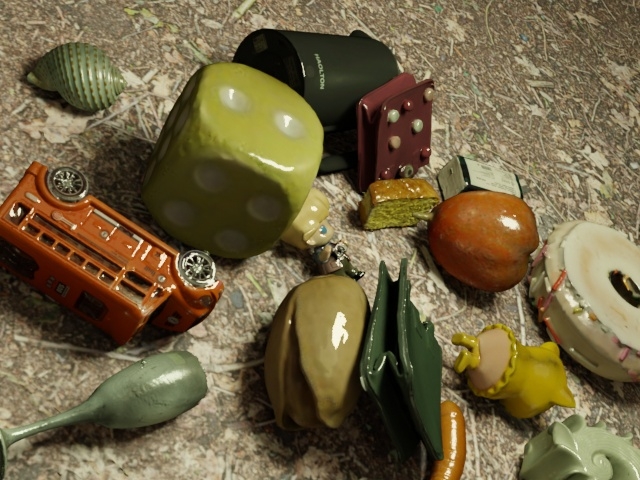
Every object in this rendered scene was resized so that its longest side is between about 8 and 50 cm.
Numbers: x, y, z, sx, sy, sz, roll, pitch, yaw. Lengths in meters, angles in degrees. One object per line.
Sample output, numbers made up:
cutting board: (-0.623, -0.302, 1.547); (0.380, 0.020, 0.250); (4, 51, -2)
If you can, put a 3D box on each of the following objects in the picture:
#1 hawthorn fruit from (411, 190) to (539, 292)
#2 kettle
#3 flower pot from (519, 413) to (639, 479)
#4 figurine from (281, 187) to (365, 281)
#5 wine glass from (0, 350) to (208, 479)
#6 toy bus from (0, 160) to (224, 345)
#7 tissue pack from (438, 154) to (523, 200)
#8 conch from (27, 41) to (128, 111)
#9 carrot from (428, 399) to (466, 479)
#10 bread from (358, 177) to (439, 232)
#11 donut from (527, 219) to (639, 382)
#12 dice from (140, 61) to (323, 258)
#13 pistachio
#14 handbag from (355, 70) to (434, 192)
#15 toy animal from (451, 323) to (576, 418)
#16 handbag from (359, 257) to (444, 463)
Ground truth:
hawthorn fruit: (0.295, -0.010, 1.795); (0.251, 0.199, 0.199); (18, 44, -2)
kettle: (0.016, -0.288, 1.806); (0.308, 0.203, 0.262); (-12, 61, -46)
flower pot: (0.462, 0.478, 1.507); (0.254, 0.164, 0.367); (24, 44, -11)
figurine: (0.000, 0.000, 1.620); (0.196, 0.108, 0.114); (51, 45, 2)
wine glass: (-0.265, 0.156, 1.163); (0.309, 0.264, 0.096); (-13, 48, -43)
toy bus: (-0.310, 0.039, 1.327); (0.329, 0.143, 0.153); (34, 52, -9)
tissue pack: (0.347, -0.109, 1.980); (0.170, 0.090, 0.103); (14, 47, -25)
conch: (-0.405, -0.288, 1.566); (0.153, 0.102, 0.135); (26, 29, -15)
carrot: (0.198, 0.371, 1.484); (0.066, 0.062, 0.271); (56, 35, -36)
bread: (0.144, -0.072, 1.785); (0.187, 0.103, 0.065); (-11, 63, -40)
donut: (0.593, 0.132, 1.917); (0.383, 0.142, 0.382); (20, 45, -21)
dice: (-0.146, -0.127, 1.513); (0.233, 0.238, 0.227); (24, 43, -17)
pistachio: (0.003, 0.163, 1.437); (0.181, 0.162, 0.293); (53, 30, -34)
handbag: (0.152, -0.208, 1.833); (0.074, 0.216, 0.203); (19, 35, 34)
toy animal: (0.341, 0.228, 1.651); (0.230, 0.156, 0.156); (18, 46, -20)
handbag: (0.136, 0.192, 1.465); (0.260, 0.079, 0.247); (-83, 158, -45)
